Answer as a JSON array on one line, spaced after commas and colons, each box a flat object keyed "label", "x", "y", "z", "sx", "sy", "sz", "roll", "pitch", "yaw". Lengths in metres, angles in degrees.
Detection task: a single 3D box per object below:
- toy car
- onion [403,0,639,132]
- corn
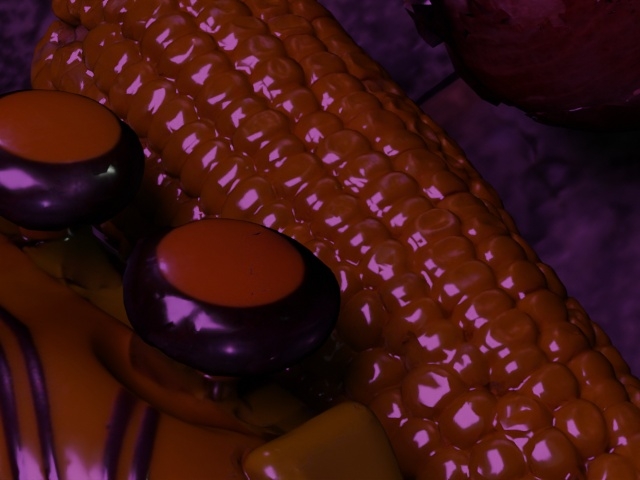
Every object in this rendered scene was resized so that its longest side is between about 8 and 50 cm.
[{"label": "toy car", "x": -0.094, "y": 0.076, "z": 0.544, "sx": 0.142, "sy": 0.200, "sz": 0.248, "roll": -24, "pitch": 44, "yaw": -38}, {"label": "onion", "x": 0.106, "y": -0.127, "z": 0.586, "sx": 0.147, "sy": 0.184, "sz": 0.184, "roll": -13, "pitch": 59, "yaw": 37}, {"label": "corn", "x": 0.000, "y": 0.000, "z": 0.609, "sx": 0.119, "sy": 0.119, "sz": 0.322, "roll": -42, "pitch": 57, "yaw": 0}]
